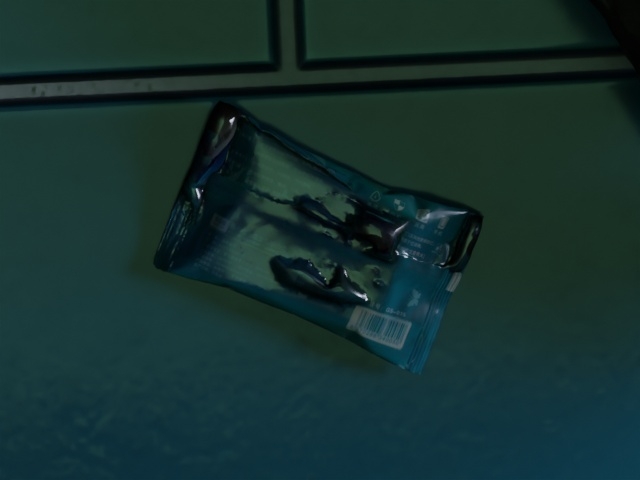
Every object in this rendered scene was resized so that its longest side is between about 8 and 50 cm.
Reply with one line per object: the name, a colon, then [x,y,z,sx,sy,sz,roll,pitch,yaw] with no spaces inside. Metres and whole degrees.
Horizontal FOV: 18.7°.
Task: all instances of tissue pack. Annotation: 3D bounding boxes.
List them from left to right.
tissue pack: [0.000,0.000,0.897,0.138,0.028,0.085,22,99,-4]

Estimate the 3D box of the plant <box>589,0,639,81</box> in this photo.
plant: [0.234,-0.051,0.838,0.149,0.146,0.274,-37,101,1]
